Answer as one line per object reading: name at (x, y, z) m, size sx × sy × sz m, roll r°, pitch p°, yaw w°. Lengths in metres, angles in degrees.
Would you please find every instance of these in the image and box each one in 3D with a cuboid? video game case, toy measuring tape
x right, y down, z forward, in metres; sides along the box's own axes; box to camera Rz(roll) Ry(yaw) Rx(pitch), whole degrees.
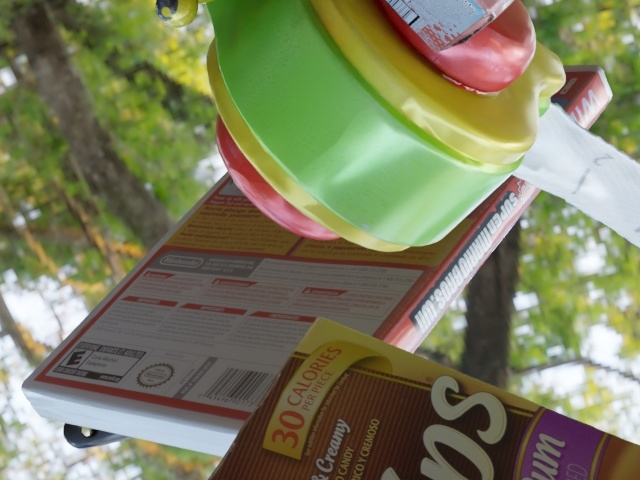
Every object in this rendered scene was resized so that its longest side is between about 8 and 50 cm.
video game case at (0.000, 0.000, 0.809) m, size 0.204 × 0.025 × 0.285 m, roll 4°, pitch -138°, yaw 43°
toy measuring tape at (0.067, -0.025, 0.582) m, size 0.121 × 0.330 × 0.121 m, roll -40°, pitch -148°, yaw 32°

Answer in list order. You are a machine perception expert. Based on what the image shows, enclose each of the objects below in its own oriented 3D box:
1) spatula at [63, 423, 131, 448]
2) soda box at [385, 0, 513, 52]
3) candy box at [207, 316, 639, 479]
spatula at (-0.077, 0.125, 1.265) m, size 0.296 × 0.084 × 0.030 m, roll -9°, pitch 170°, yaw -39°
soda box at (-0.003, -0.139, 0.420) m, size 0.063 × 0.183 × 0.058 m, roll -45°, pitch -175°, yaw -10°
candy box at (0.056, 0.106, 0.478) m, size 0.186 × 0.053 × 0.109 m, roll 20°, pitch -132°, yaw 16°
